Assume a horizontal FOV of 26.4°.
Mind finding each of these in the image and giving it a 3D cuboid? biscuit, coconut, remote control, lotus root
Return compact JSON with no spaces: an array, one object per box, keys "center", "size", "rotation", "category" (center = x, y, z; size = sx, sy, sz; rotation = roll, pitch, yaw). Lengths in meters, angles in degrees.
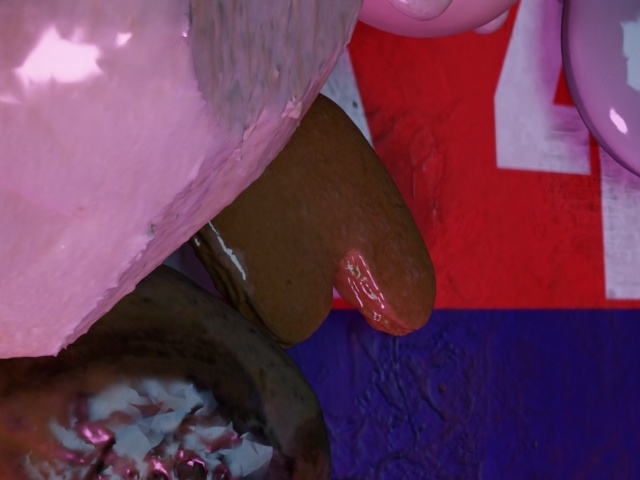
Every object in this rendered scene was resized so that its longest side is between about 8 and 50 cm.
[{"center":[0.000,0.000,0.872],"size":[0.186,0.036,0.192],"rotation":[60,39,-10],"category":"biscuit"},{"center":[-0.149,-0.148,0.621],"size":[0.344,0.415,0.415],"rotation":[42,61,7],"category":"coconut"},{"center":[0.287,-0.205,1.082],"size":[0.221,0.103,0.332],"rotation":[11,78,-26],"category":"remote control"},{"center":[-0.114,0.121,0.743],"size":[0.272,0.192,0.272],"rotation":[-1,93,-32],"category":"lotus root"}]

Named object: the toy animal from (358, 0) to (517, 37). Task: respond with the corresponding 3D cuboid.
[{"center":[0.044,-0.243,0.875],"size":[0.345,0.277,0.247],"rotation":[-49,134,-61],"category":"toy animal"}]
